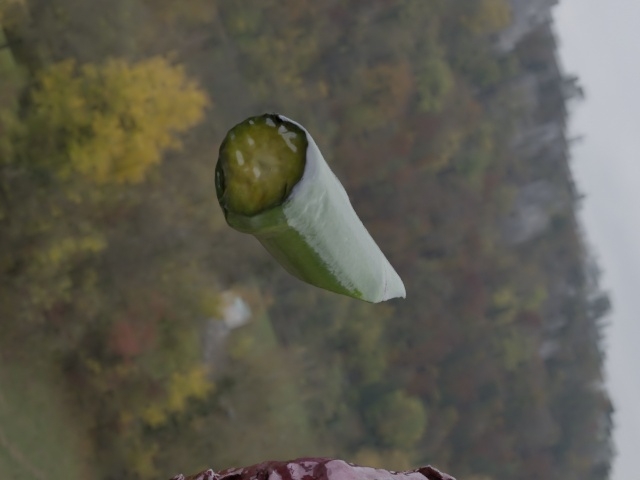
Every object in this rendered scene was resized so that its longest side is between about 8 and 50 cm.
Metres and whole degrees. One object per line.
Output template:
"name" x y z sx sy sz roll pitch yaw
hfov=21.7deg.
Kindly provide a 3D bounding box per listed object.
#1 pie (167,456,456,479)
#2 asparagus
"pie" -0.016 0.121 0.610 0.153 0.153 0.038 65 7 -58
"asparagus" 0.000 0.000 0.675 0.178 0.041 0.045 52 16 -65
